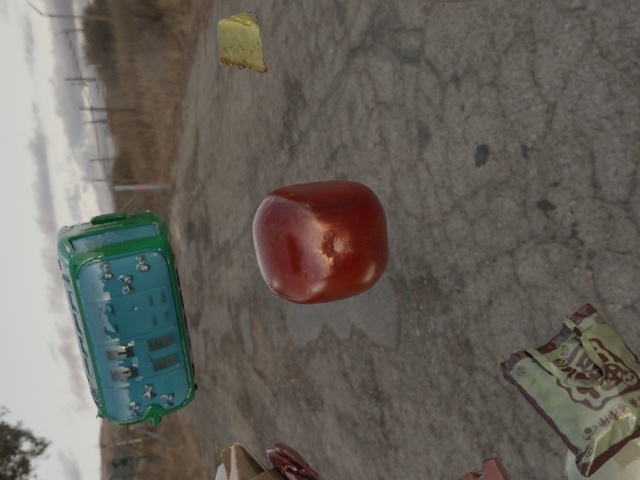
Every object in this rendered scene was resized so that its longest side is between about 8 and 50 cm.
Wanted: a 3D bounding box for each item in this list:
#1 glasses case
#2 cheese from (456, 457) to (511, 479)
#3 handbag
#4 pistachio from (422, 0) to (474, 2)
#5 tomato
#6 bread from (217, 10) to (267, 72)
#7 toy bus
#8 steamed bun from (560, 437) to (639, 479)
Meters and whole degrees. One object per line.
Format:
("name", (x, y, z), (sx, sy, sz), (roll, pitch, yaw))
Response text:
("glasses case", (0.002, 0.228, 0.502), (0.193, 0.070, 0.102), (50, -169, -12))
("cheese", (0.392, 0.601, 1.470), (0.128, 0.202, 0.177), (-109, 27, -50))
("handbag", (0.437, 0.235, 1.014), (0.235, 0.212, 0.127), (56, 174, 41))
("pistachio", (0.249, -0.441, 0.976), (0.152, 0.223, 0.126), (-90, -23, -49))
("tomato", (0.000, 0.000, 1.505), (0.290, 0.324, 0.293), (-158, 67, -84))
("bread", (-0.106, -0.323, 1.011), (0.109, 0.080, 0.084), (21, 130, 35))
("toy bus", (-0.311, 0.133, 1.040), (0.199, 0.183, 0.344), (-149, 49, -62))
("steamed bun", (0.612, 0.474, 1.186), (0.177, 0.282, 0.283), (-96, 9, -57))
